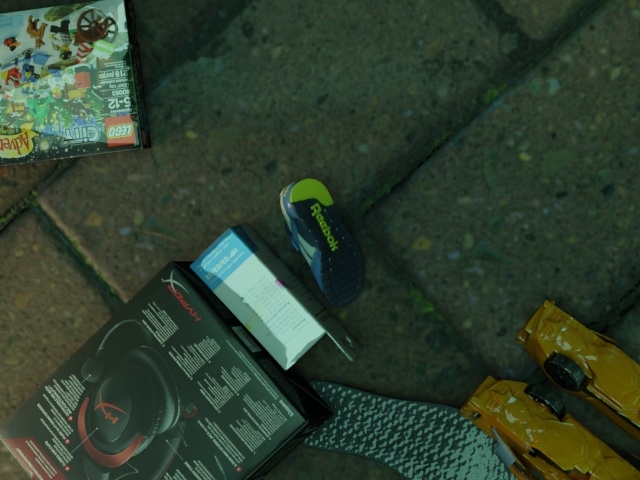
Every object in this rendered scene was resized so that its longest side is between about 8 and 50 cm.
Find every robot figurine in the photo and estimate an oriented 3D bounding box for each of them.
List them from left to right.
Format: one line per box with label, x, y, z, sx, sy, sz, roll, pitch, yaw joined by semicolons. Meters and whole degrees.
robot figurine;0.295;0.203;1.790;0.291;0.085;0.211;39;68;4

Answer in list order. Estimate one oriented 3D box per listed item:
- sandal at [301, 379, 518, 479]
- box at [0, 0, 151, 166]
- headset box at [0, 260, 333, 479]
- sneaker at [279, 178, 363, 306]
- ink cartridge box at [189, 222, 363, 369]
sandal;0.091;0.203;1.859;0.255;0.054;0.097;21;89;16
box;-0.303;-0.161;1.888;0.233;0.044;0.159;-7;92;8
headset box;-0.171;0.196;1.843;0.293;0.110;0.218;-44;79;10
sneaker;0.000;0.000;1.857;0.053;0.059;0.144;-27;107;-22
ink cartridge box;-0.043;0.069;1.836;0.061;0.104;0.181;-44;87;8
